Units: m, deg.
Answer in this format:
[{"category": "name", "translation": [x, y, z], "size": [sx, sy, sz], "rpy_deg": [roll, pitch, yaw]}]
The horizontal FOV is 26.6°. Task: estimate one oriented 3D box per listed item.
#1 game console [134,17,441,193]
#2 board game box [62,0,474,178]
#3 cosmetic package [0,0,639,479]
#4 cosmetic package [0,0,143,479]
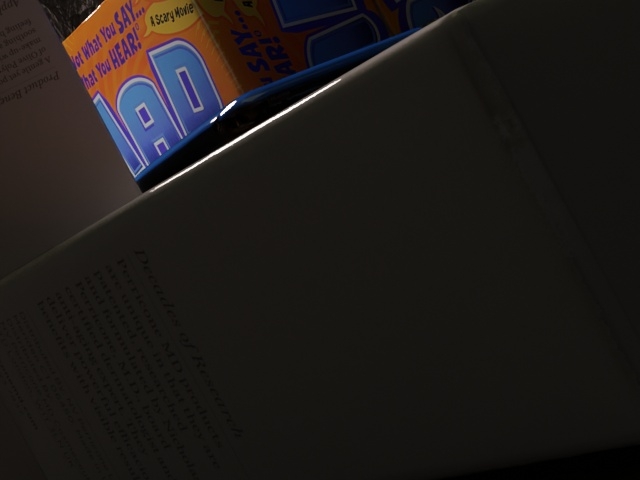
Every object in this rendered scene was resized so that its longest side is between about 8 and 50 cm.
[{"category": "game console", "translation": [0.029, -0.039, 1.019], "size": [0.250, 0.173, 0.293], "rpy_deg": [-24, 1, -23]}, {"category": "board game box", "translation": [-0.014, -0.135, 1.401], "size": [0.356, 0.356, 0.356], "rpy_deg": [-31, 4, -33]}, {"category": "cosmetic package", "translation": [0.025, 0.007, 0.660], "size": [0.230, 0.161, 0.453], "rpy_deg": [-31, 5, -38]}, {"category": "cosmetic package", "translation": [-0.218, 0.001, 0.970], "size": [0.197, 0.365, 0.155], "rpy_deg": [-27, 5, -8]}]
